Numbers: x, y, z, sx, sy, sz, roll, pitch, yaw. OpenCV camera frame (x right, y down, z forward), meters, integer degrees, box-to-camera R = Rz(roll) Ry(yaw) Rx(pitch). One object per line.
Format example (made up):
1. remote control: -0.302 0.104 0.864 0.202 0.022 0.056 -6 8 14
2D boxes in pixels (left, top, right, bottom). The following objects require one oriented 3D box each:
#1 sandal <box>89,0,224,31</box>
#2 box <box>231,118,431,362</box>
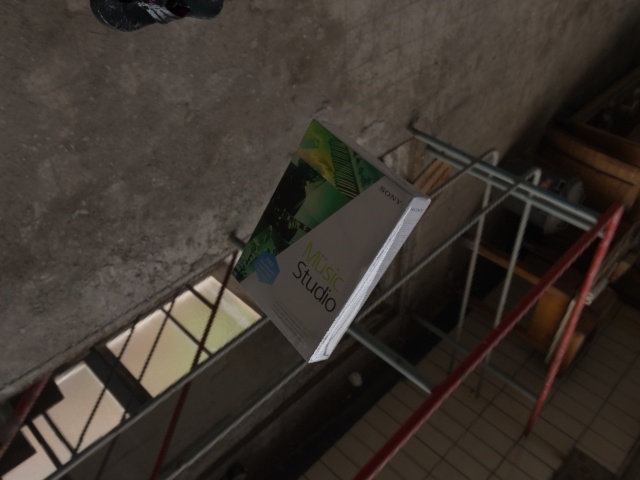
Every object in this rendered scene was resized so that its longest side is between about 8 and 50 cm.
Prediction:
1. sandal: -0.346 -0.587 1.326 0.446 0.107 0.167 -42 141 -53
2. box: 0.000 0.000 0.913 0.058 0.232 0.322 3 124 -52
